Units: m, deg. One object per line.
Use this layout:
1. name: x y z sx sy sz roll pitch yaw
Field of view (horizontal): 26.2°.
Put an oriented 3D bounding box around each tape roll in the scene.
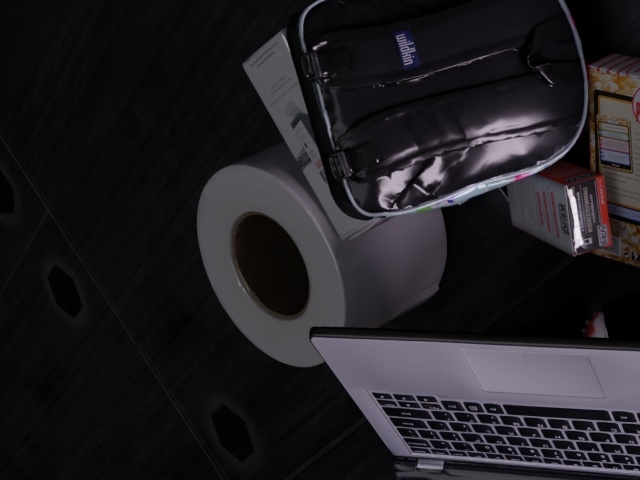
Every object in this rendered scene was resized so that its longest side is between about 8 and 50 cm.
1. tape roll: 0.000 0.000 1.564 0.246 0.169 0.246 28 131 37

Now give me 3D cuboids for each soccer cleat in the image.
1. soccer cleat: 0.286 0.107 1.408 0.035 0.029 0.083 26 134 27

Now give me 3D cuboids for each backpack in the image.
1. backpack: 0.112 -0.144 1.281 0.191 0.253 0.225 -147 40 -86

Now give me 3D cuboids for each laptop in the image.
1. laptop: 0.203 0.286 1.293 0.381 0.236 0.408 0 146 26

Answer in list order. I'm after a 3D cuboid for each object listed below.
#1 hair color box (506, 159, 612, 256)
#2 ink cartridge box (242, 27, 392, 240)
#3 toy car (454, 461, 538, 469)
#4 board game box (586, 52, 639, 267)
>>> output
1. hair color box: 0.227 -0.037 1.326 0.141 0.043 0.072 -140 37 -69
2. ink cartridge box: 0.045 -0.131 1.438 0.092 0.158 0.218 -31 87 54
3. toy car: 0.178 0.201 1.508 0.159 0.136 0.182 -37 77 21
4. board game box: 0.315 -0.063 1.251 0.146 0.045 0.194 20 126 43
